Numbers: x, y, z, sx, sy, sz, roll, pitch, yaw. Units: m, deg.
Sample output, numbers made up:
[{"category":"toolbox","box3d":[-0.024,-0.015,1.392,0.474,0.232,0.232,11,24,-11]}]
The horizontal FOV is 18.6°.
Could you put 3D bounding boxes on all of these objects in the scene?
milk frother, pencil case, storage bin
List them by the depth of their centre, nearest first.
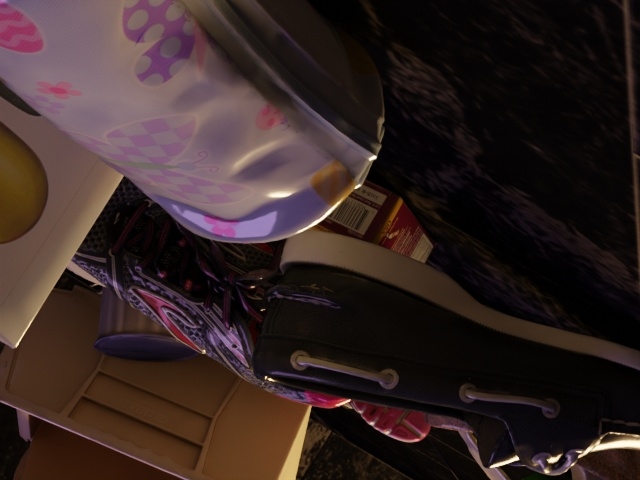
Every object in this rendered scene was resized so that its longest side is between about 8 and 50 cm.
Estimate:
[{"category":"pencil case","box3d":[-0.070,-0.095,0.758,0.124,0.113,0.273,0,158,23]},{"category":"milk frother","box3d":[-0.123,0.012,1.526,0.129,0.134,0.143,-5,161,19]},{"category":"storage bin","box3d":[-0.149,0.177,1.685,0.260,0.123,0.262,22,154,6]}]

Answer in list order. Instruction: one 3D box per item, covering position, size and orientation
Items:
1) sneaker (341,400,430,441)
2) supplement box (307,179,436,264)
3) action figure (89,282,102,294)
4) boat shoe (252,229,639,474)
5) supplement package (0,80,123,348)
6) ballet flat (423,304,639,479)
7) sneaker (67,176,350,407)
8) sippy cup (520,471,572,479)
[{"category":"sneaker","box3d":[0.049,0.151,2.000,0.170,0.063,0.075,34,173,25]},{"category":"supplement box","box3d":[0.028,-0.005,1.178,0.055,0.043,0.083,26,170,26]},{"category":"action figure","box3d":[-0.098,0.064,1.724,0.164,0.141,0.276,48,162,-24]},{"category":"boat shoe","box3d":[0.106,0.088,1.134,0.302,0.091,0.114,20,167,-4]},{"category":"supplement package","box3d":[-0.218,-0.117,0.855,0.198,0.199,0.263,25,170,38]},{"category":"ballet flat","box3d":[0.198,0.165,1.353,0.316,0.106,0.107,33,172,-14]},{"category":"sneaker","box3d":[-0.082,0.018,1.431,0.299,0.121,0.112,33,-177,-22]},{"category":"sippy cup","box3d":[0.285,0.363,1.900,0.224,0.305,0.240,15,120,31]}]
